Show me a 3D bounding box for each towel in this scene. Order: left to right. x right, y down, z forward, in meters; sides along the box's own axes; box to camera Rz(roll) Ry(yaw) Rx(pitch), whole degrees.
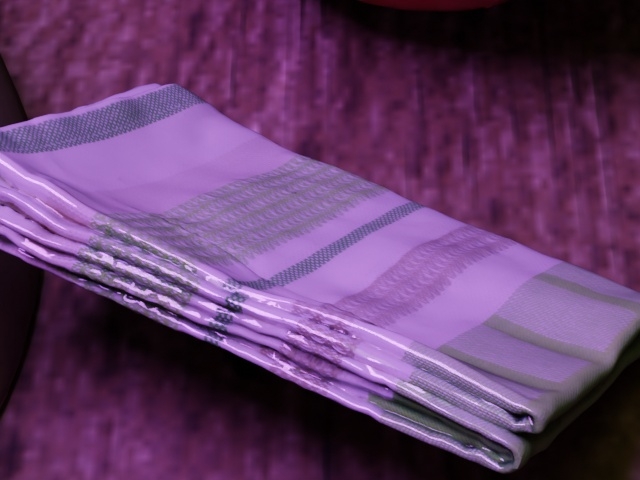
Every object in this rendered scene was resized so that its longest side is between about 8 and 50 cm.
[{"bbox_3d":[0.000,0.000,0.445,0.152,0.023,0.113,22,23,19],"label":"towel"}]

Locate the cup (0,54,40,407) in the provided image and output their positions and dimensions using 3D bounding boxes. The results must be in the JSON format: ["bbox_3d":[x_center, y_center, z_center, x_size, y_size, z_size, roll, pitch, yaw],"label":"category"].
[{"bbox_3d":[-0.249,-0.057,0.418,0.331,0.237,0.331,-3,51,4],"label":"cup"}]

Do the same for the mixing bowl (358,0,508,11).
[{"bbox_3d":[0.032,-0.130,0.530,0.181,0.098,0.181,1,54,-1],"label":"mixing bowl"}]
